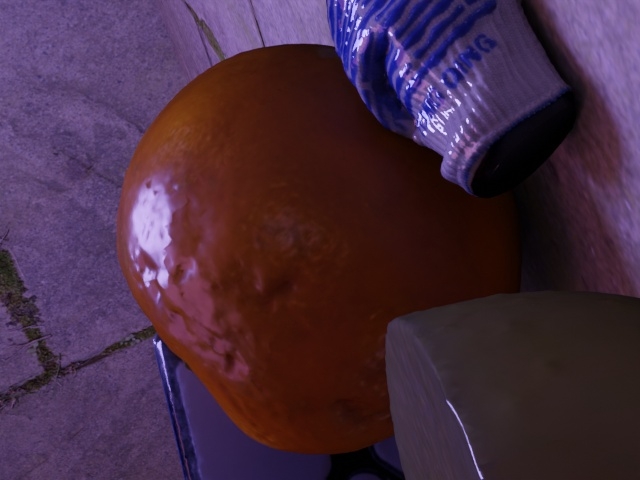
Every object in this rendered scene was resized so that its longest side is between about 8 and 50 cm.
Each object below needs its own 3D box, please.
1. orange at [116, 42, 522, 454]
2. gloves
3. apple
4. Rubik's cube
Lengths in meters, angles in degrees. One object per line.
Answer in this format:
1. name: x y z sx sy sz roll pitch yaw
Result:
1. orange: 0.000 0.000 0.809 0.261 0.261 0.261 156 90 -82
2. gloves: 0.054 -0.127 0.683 0.119 0.097 0.229 -60 42 43
3. apple: 0.117 0.196 0.485 0.311 0.320 0.360 27 176 2
4. Rubik's cube: 0.021 0.174 1.026 0.259 0.255 0.260 114 142 -79
